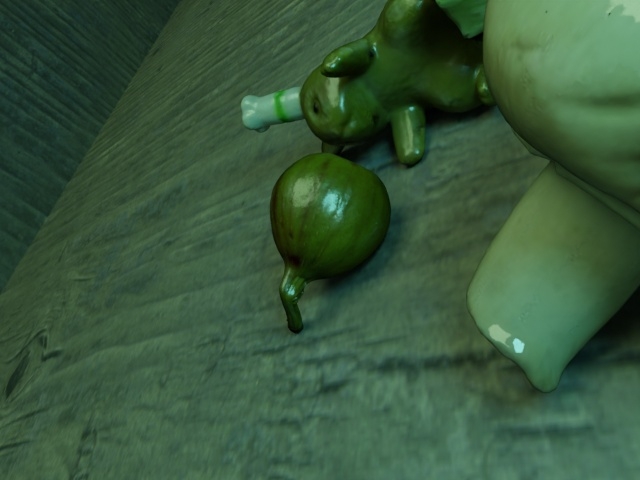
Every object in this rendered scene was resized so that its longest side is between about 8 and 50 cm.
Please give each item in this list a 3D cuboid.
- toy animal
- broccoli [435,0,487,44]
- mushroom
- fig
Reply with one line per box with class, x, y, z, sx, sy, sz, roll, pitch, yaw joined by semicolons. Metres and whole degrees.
toy animal;0.060;-0.189;0.798;0.363;0.181;0.180;-31;27;24
broccoli;0.287;-0.318;0.565;0.362;0.221;0.251;7;95;28
mushroom;0.212;-0.057;0.404;0.336;0.315;0.314;-58;26;28
fig;-0.009;-0.013;0.715;0.186;0.142;0.148;-50;2;-27
